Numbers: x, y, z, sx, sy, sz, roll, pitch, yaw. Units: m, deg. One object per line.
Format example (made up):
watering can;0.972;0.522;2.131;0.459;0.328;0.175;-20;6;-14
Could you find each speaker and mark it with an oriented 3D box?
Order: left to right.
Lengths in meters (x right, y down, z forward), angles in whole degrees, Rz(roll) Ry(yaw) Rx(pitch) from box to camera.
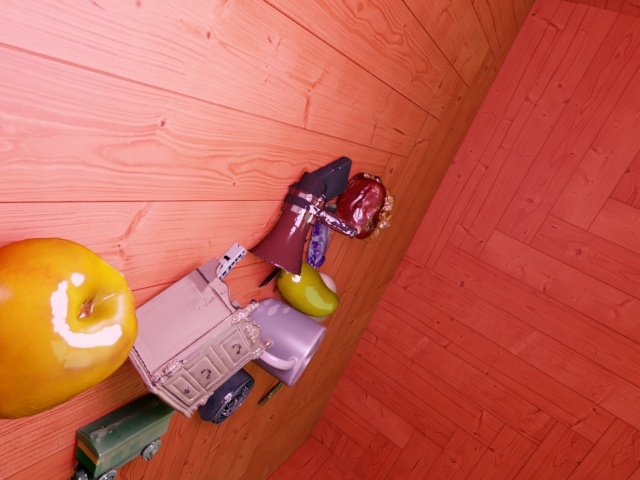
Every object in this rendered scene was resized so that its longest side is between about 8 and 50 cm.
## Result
speaker;-0.051;-0.040;1.339;0.329;0.259;0.198;-58;144;1

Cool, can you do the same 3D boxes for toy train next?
toy train;-0.586;0.600;1.234;0.301;0.120;0.202;-13;128;-60
toy train;-0.312;0.097;1.262;0.207;0.043;0.047;-51;156;-18

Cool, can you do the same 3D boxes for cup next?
cup;-0.170;0.379;1.538;0.259;0.275;0.357;-61;167;5

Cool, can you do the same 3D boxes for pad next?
pad;-0.138;0.085;1.538;0.235;0.003;0.158;-48;-171;-21

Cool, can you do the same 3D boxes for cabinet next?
cabinet;-0.330;0.268;1.137;0.318;0.227;0.289;-36;149;-21

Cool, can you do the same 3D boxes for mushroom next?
mushroom;-0.040;0.253;1.828;0.246;0.202;0.246;-51;-155;35

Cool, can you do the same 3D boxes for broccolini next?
broccolini;-0.204;0.748;2.281;0.392;0.079;0.074;-45;165;-13

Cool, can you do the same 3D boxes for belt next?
belt;-0.385;0.650;1.700;0.267;0.116;0.206;-36;153;-46

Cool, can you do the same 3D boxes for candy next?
candy;0.000;0.000;1.735;0.145;0.070;0.275;-35;139;-57

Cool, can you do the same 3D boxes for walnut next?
walnut;0.191;-0.140;1.716;0.268;0.244;0.222;-65;172;11

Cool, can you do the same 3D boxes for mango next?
mango;-0.053;0.198;1.640;0.175;0.293;0.143;-52;-163;-11

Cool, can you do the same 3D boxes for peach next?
peach;-0.494;0.156;0.708;0.308;0.288;0.289;-22;162;15

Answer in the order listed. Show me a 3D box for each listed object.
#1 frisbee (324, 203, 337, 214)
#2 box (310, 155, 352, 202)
frisbee;-0.051;-0.094;1.507;0.211;0.012;0.187;17;120;-36
box;0.030;-0.216;1.556;0.230;0.050;0.160;-35;148;-42
